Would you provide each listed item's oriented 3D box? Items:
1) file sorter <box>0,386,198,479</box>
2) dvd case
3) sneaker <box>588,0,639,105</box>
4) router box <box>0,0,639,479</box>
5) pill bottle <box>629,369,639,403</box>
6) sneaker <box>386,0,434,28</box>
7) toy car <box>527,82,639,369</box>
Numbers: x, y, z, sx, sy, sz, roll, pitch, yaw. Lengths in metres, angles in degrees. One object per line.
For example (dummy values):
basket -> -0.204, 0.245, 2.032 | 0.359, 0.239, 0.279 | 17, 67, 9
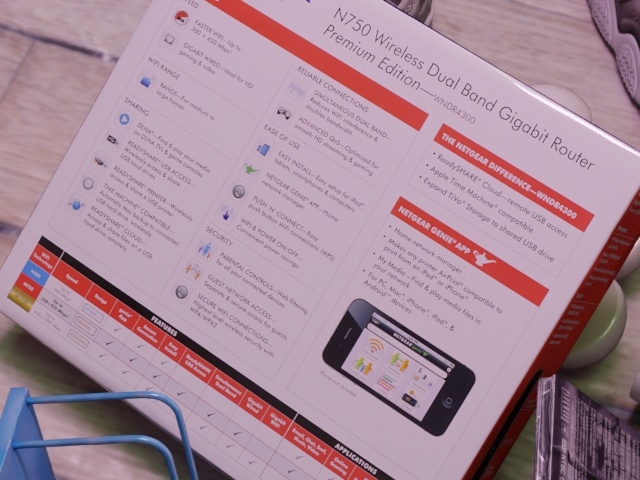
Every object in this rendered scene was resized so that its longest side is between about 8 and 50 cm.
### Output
file sorter -> -0.134, 0.181, 1.060 | 0.104, 0.118, 0.170 | -4, 35, 8
dvd case -> 0.199, 0.198, 1.097 | 0.221, 0.018, 0.165 | 35, 46, -31
sneaker -> 0.301, -0.179, 1.425 | 0.153, 0.101, 0.269 | -9, 61, -13
router box -> 0.000, 0.000, 1.160 | 0.335, 0.082, 0.301 | 34, 98, 19
pill bottle -> 0.302, 0.119, 1.194 | 0.193, 0.108, 0.108 | 32, 57, 17
sneaker -> -0.020, -0.138, 1.348 | 0.105, 0.115, 0.281 | 33, 57, 18
toy car -> 0.135, -0.006, 1.267 | 0.136, 0.159, 0.182 | -7, 46, 40
